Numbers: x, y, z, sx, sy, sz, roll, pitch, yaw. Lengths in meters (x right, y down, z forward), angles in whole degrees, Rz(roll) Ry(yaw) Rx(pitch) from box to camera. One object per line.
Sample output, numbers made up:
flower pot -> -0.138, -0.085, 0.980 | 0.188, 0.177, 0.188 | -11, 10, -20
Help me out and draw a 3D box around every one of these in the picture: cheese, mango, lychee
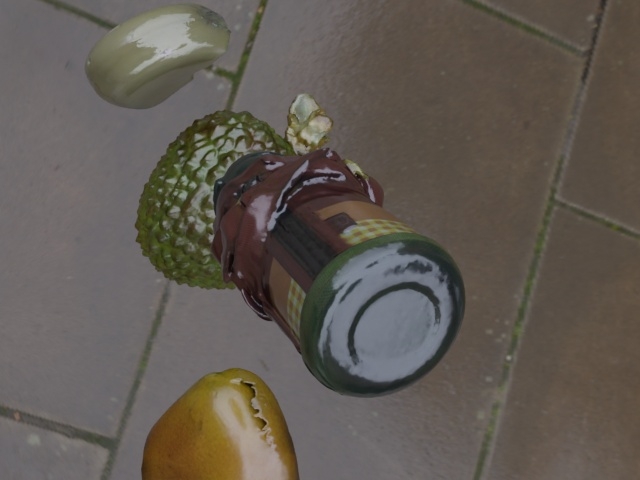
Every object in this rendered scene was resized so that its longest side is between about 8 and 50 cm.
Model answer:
cheese -> -0.221, -0.257, 1.392 | 0.202, 0.175, 0.091 | -26, 84, 21
mango -> -0.096, 0.255, 1.116 | 0.136, 0.166, 0.236 | -28, 121, -49
lychee -> -0.119, -0.065, 1.472 | 0.320, 0.270, 0.270 | -12, 90, -16

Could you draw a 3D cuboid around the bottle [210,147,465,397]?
bottle -> 0.000, 0.000, 0.810 | 0.156, 0.271, 0.143 | -12, 120, -22
